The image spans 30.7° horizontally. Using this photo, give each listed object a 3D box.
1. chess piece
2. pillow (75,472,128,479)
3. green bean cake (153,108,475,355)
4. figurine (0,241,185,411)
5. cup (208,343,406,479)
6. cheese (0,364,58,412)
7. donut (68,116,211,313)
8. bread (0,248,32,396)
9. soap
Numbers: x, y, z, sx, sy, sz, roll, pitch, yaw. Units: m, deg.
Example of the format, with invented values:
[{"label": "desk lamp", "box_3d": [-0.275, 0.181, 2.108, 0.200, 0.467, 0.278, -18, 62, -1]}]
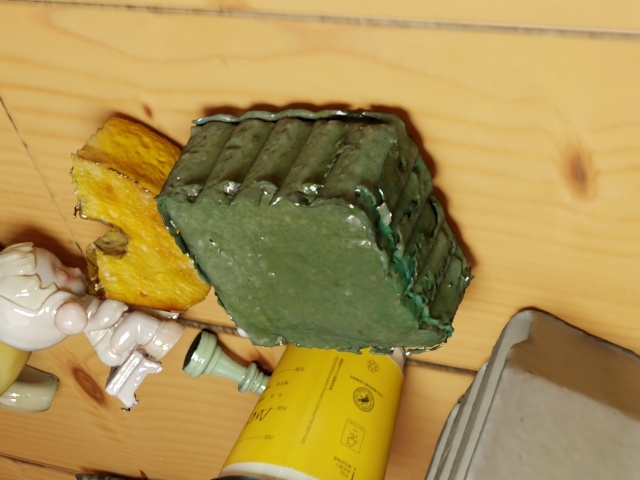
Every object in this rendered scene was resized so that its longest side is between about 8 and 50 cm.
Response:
[{"label": "chess piece", "box_3d": [-0.093, 0.166, 1.438, 0.149, 0.059, 0.059, 27, 144, -11]}, {"label": "pillow", "box_3d": [-0.269, 0.446, 1.881, 0.212, 0.052, 0.208, 3, 142, 29]}, {"label": "green bean cake", "box_3d": [0.000, 0.000, 1.111, 0.241, 0.132, 0.255, -2, 139, 30]}, {"label": "figurine", "box_3d": [-0.303, 0.086, 1.381, 0.257, 0.182, 0.144, 30, 118, -14]}, {"label": "cup", "box_3d": [-0.007, 0.228, 1.261, 0.196, 0.279, 0.196, 14, 145, 10]}, {"label": "cheese", "box_3d": [-0.461, 0.199, 1.664, 0.171, 0.092, 0.047, 19, 103, 1]}, {"label": "donut", "box_3d": [-0.169, -0.009, 1.224, 0.152, 0.101, 0.259, 20, 143, 8]}, {"label": "bread", "box_3d": [-0.572, 0.082, 1.452, 0.424, 0.245, 0.329, 41, 141, -21]}, {"label": "soap", "box_3d": [0.193, 0.305, 1.122, 0.213, 0.435, 0.350, 23, 141, 5]}]
